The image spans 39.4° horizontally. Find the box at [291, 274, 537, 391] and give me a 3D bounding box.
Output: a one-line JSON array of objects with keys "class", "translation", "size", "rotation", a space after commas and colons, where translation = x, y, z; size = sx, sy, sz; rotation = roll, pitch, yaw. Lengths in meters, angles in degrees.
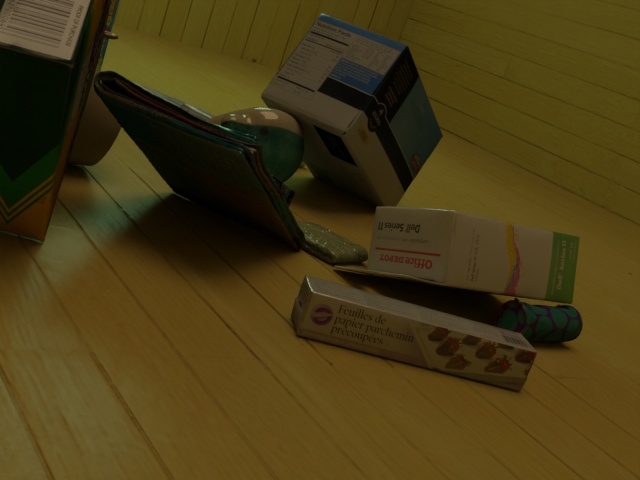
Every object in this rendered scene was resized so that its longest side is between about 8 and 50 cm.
[{"class": "box", "translation": [0.124, 0.123, 1.173], "size": [0.324, 0.063, 0.067], "rotation": [16, 14, -15]}]

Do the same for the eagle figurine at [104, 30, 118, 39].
[{"class": "eagle figurine", "translation": [-0.599, -0.378, 1.879], "size": [0.226, 0.225, 0.298], "rotation": [-16, 37, 25]}]

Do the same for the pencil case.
[{"class": "pencil case", "translation": [0.350, 0.129, 1.434], "size": [0.151, 0.064, 0.070], "rotation": [9, 35, -37]}]

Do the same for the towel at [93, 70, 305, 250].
[{"class": "towel", "translation": [-0.167, -0.108, 1.337], "size": [0.271, 0.040, 0.370], "rotation": [26, -14, 18]}]

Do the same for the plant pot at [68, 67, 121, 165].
[{"class": "plant pot", "translation": [-0.458, -0.233, 1.417], "size": [0.274, 0.256, 0.256], "rotation": [28, 9, -31]}]

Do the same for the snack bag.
[{"class": "snack bag", "translation": [-0.230, -0.272, 2.071], "size": [0.342, 0.037, 0.323], "rotation": [29, 8, 29]}]

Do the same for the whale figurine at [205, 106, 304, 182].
[{"class": "whale figurine", "translation": [-0.168, -0.174, 1.761], "size": [0.272, 0.141, 0.216], "rotation": [-1, -14, -1]}]

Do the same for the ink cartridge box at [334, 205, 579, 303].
[{"class": "ink cartridge box", "translation": [0.221, 0.019, 1.450], "size": [0.353, 0.119, 0.207], "rotation": [9, -2, -33]}]

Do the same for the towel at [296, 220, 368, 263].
[{"class": "towel", "translation": [0.000, 0.000, 1.519], "size": [0.148, 0.027, 0.110], "rotation": [30, 19, 34]}]

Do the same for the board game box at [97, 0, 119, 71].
[{"class": "board game box", "translation": [-0.669, -0.594, 2.233], "size": [0.308, 0.302, 0.086], "rotation": [21, 15, 5]}]

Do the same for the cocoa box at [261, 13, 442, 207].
[{"class": "cocoa box", "translation": [0.078, -0.261, 1.885], "size": [0.231, 0.228, 0.347], "rotation": [28, -13, 29]}]

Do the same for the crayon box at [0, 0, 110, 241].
[{"class": "crayon box", "translation": [-0.331, -0.237, 1.107], "size": [0.106, 0.313, 0.363], "rotation": [14, 51, -12]}]

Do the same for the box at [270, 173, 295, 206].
[{"class": "box", "translation": [-0.141, -0.109, 1.571], "size": [0.159, 0.044, 0.233], "rotation": [23, -1, 9]}]
